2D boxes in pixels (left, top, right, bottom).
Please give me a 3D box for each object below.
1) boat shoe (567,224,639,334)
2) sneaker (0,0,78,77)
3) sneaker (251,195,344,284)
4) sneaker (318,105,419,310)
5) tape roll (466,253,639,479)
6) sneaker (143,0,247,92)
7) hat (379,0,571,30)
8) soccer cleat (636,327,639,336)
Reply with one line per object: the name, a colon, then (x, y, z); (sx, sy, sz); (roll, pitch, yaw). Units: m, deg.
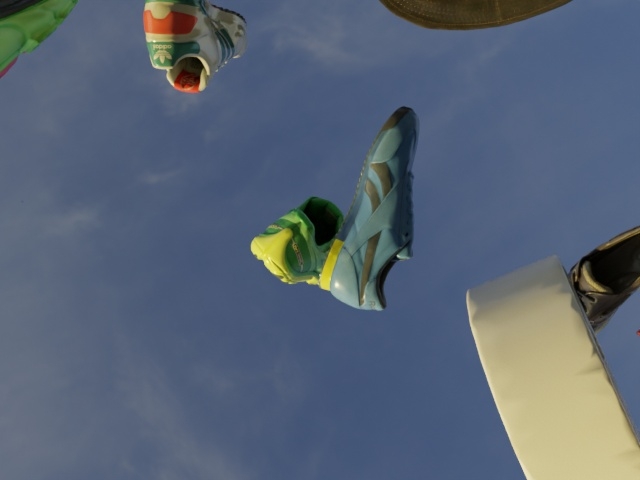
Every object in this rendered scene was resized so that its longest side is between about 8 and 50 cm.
boat shoe: (0.410, 0.063, 1.201); (0.285, 0.103, 0.092); (-40, -34, 21)
sneaker: (-0.385, -0.246, 0.803); (0.185, 0.483, 0.202); (-29, -64, 18)
sneaker: (0.000, 0.000, 1.274); (0.123, 0.295, 0.109); (-45, -100, 15)
sneaker: (0.072, -0.030, 0.827); (0.082, 0.069, 0.209); (21, -91, 19)
tape roll: (0.246, 0.160, 0.804); (0.100, 0.286, 0.286); (-25, -77, 15)
sneaker: (-0.100, -0.152, 0.646); (0.057, 0.161, 0.075); (6, -89, 9)
hat: (0.210, -0.425, 1.039); (0.331, 0.331, 0.134); (24, -133, -20)
soccer cleat: (0.358, 0.084, 0.692); (0.076, 0.196, 0.068); (-31, -75, -15)
